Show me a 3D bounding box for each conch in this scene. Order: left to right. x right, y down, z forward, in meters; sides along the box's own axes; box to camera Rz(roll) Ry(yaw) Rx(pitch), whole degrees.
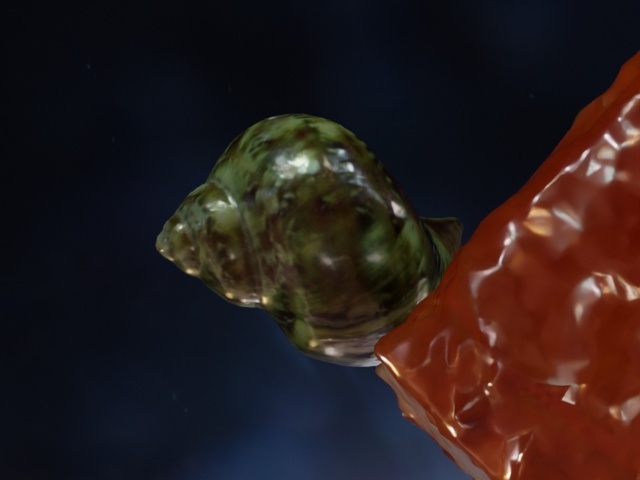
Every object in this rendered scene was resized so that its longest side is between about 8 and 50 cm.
[{"bbox_3d":[-0.002,0.002,0.626,0.181,0.187,0.124,31,-95,-19],"label":"conch"}]

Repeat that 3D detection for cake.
[{"bbox_3d":[0.211,0.050,0.446,0.269,0.270,0.319,-50,-20,1],"label":"cake"}]
